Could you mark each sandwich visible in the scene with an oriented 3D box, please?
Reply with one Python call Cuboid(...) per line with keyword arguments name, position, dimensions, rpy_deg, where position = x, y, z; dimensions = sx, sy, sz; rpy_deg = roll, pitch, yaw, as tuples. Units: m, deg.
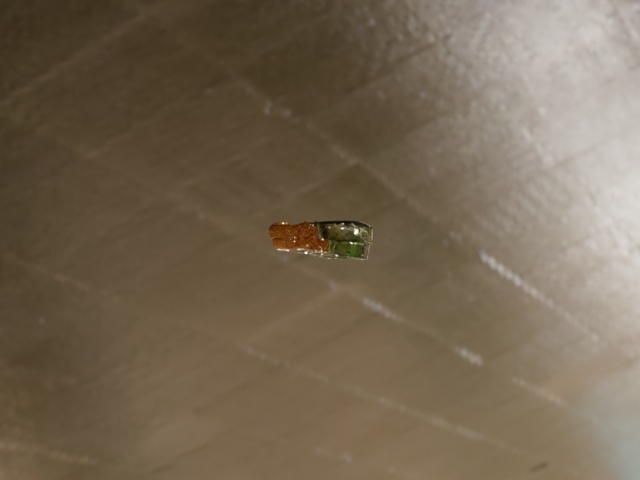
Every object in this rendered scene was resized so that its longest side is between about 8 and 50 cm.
Cuboid(name="sandwich", position=(0.002, 0.000, 1.181), dimensions=(0.069, 0.026, 0.101), rpy_deg=(4, 176, -31))
